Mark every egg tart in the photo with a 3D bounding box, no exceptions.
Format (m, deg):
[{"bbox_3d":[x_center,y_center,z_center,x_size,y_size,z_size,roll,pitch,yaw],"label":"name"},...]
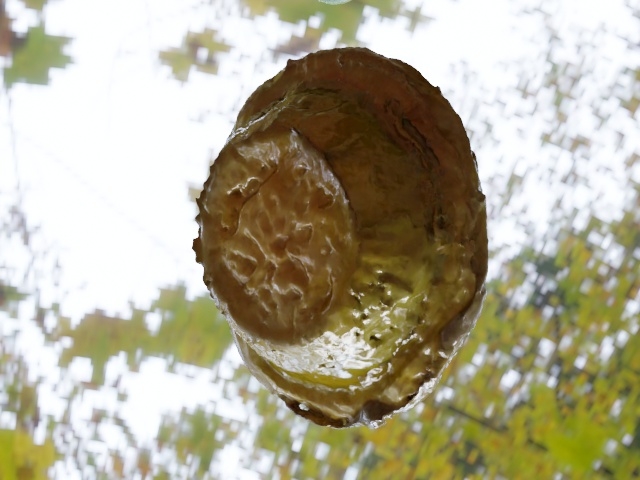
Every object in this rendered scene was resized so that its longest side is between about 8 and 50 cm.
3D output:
[{"bbox_3d":[0.000,0.000,1.469,0.118,0.288,0.288,-8,-127,-50],"label":"egg tart"}]

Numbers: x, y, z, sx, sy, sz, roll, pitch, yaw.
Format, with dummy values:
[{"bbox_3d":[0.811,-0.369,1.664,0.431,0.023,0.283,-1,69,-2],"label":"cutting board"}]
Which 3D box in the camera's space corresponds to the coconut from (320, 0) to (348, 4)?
[{"bbox_3d":[0.016,-0.250,1.744,0.088,0.088,0.096,44,-141,19],"label":"coconut"}]
